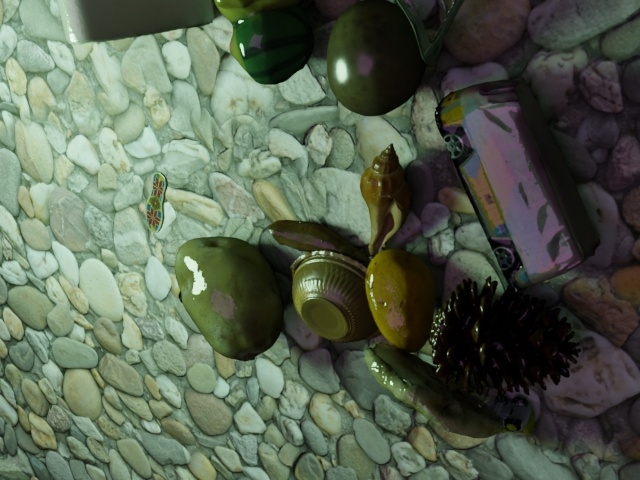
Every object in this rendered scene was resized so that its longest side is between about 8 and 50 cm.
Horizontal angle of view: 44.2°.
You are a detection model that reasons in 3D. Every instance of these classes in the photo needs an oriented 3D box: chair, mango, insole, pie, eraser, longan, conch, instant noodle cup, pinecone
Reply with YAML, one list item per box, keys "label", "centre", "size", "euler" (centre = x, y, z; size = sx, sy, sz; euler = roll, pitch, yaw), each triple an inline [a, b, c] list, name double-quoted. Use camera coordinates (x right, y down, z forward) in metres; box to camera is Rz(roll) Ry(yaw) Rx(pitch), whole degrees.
- label: "chair"
  centre: [0.227, -0.462, 1.336]
  size: [0.190, 0.203, 0.275]
  euler: [46, 127, -6]
- label: "mango"
  centre: [0.178, 0.127, 1.684]
  size: [0.109, 0.147, 0.227]
  euler: [97, 158, -79]
- label: "insole"
  centre: [-0.446, -0.102, 2.135]
  size: [0.065, 0.006, 0.193]
  euler: [33, 128, 20]
- label: "pie"
  centre: [0.224, 0.304, 1.639]
  size: [0.338, 0.337, 0.075]
  euler: [28, 96, 23]
- label: "eraser"
  centre: [-0.392, -0.537, 1.751]
  size: [0.331, 0.331, 0.149]
  euler: [9, 115, 33]
- label: "longan"
  centre: [0.105, -0.340, 1.488]
  size: [0.197, 0.197, 0.220]
  euler: [23, 119, 26]
- label: "conch"
  centre: [0.138, -0.077, 1.670]
  size: [0.109, 0.093, 0.330]
  euler: [13, 141, 12]
- label: "instant noodle cup"
  centre: [0.030, 0.154, 1.811]
  size: [0.274, 0.090, 0.273]
  euler: [18, 134, 20]
- label: "pinecone"
  centre: [0.357, 0.192, 1.534]
  size: [0.292, 0.246, 0.246]
  euler: [7, 117, 13]

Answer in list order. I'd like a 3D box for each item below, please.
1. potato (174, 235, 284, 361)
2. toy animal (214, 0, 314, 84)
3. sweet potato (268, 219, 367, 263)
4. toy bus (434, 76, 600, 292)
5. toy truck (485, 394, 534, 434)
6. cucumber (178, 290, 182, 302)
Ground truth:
- label: "potato"
  centre: [-0.217, 0.131, 1.937]
  size: [0.243, 0.221, 0.326]
  euler: [-45, 73, 29]
- label: "toy animal"
  centre: [-0.112, -0.483, 1.582]
  size: [0.191, 0.216, 0.338]
  euler: [-13, 108, 12]
- label: "sweet potato"
  centre: [0.000, 0.000, 1.815]
  size: [0.244, 0.077, 0.077]
  euler: [14, 120, 17]
- label: "toy bus"
  centre: [0.362, -0.115, 1.433]
  size: [0.162, 0.171, 0.386]
  euler: [-22, 97, 31]
- label: "toy truck"
  centre: [0.405, 0.386, 1.703]
  size: [0.111, 0.076, 0.077]
  euler: [-3, 130, 38]
- label: "cucumber"
  centre: [-0.311, 0.133, 2.127]
  size: [0.220, 0.046, 0.070]
  euler: [-9, 99, 37]
